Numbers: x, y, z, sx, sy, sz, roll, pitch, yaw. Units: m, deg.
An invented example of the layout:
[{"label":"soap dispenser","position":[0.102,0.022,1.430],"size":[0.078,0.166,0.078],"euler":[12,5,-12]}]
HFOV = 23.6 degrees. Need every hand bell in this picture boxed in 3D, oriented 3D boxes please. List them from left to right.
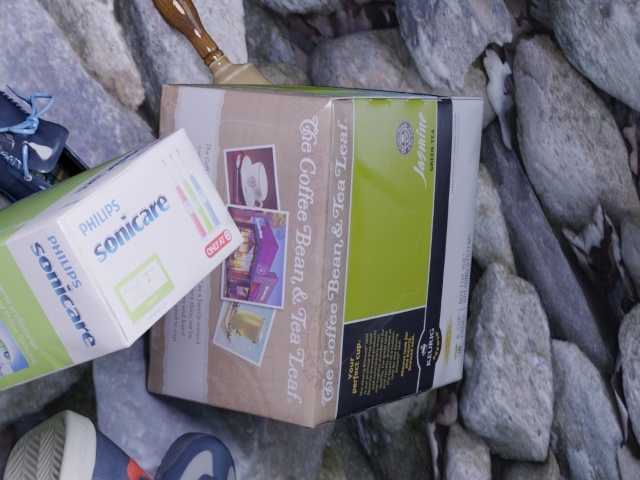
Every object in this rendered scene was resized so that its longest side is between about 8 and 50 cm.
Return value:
[{"label":"hand bell","position":[-0.131,-0.225,1.815],"size":[0.242,0.126,0.126],"euler":[54,34,-2]}]

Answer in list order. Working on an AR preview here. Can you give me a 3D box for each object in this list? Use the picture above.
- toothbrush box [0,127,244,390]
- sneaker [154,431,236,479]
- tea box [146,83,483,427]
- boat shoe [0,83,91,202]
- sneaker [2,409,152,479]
[{"label":"toothbrush box","position":[-0.242,0.032,1.315],"size":[0.122,0.283,0.206],"euler":[61,32,-11]},{"label":"sneaker","position":[-0.100,0.325,1.497],"size":[0.112,0.131,0.319],"euler":[37,44,-39]},{"label":"tea box","position":[0.000,0.000,1.647],"size":[0.323,0.220,0.329],"euler":[-7,102,-58]},{"label":"boat shoe","position":[-0.278,-0.092,1.512],"size":[0.258,0.089,0.109],"euler":[43,41,-35]},{"label":"sneaker","position":[-0.213,0.322,1.333],"size":[0.148,0.131,0.350],"euler":[39,43,-32]}]
